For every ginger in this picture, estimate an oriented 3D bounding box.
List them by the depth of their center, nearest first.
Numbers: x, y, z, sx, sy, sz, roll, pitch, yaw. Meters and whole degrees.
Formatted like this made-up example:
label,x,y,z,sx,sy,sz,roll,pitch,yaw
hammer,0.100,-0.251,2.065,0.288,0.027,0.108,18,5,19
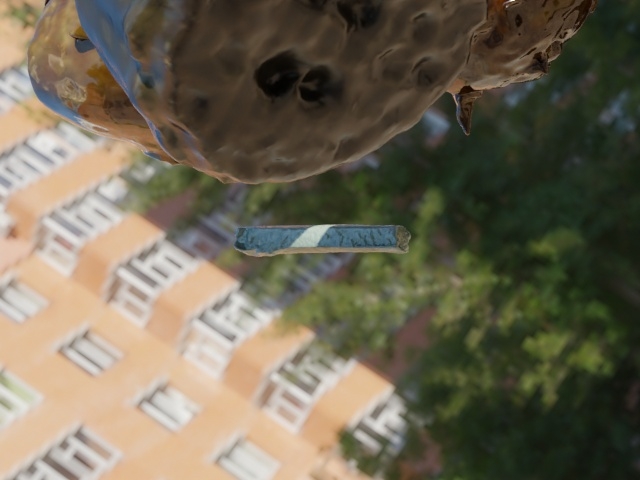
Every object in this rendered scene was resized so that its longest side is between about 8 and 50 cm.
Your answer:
label,x,y,z,sx,sy,sz,roll,pitch,yaw
ginger,0.017,-0.157,1.198,0.418,0.254,0.176,-31,20,-16

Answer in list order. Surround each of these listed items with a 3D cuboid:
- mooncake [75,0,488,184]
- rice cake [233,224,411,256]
label,x,y,z,sx,sy,sz,roll,pitch,yaw
mooncake,-0.014,-0.137,0.965,0.228,0.124,0.228,-22,-36,-17
rice cake,0.000,0.000,1.189,0.022,0.121,0.021,21,-108,-63
